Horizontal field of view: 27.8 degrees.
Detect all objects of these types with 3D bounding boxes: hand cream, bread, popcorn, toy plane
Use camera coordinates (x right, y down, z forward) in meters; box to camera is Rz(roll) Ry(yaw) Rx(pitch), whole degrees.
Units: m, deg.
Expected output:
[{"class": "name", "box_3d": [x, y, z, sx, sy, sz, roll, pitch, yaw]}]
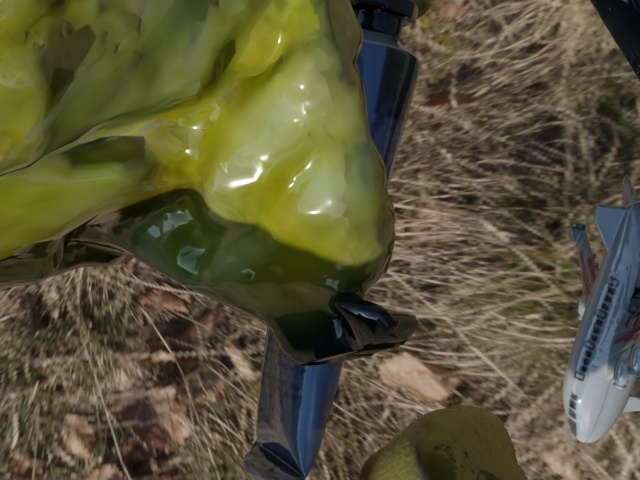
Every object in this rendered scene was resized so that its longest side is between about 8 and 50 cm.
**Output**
[{"class": "hand cream", "box_3d": [0.000, 0.000, 0.654, 0.055, 0.088, 0.256, 15, 88, -22]}, {"class": "bread", "box_3d": [0.089, 0.185, 0.890, 0.125, 0.156, 0.086, 20, 129, -36]}, {"class": "popcorn", "box_3d": [-0.115, -0.099, 0.433, 0.293, 0.293, 0.237, 6, 72, -10]}, {"class": "toy plane", "box_3d": [0.191, 0.050, 0.825, 0.065, 0.162, 0.171, 0, 107, -7]}]

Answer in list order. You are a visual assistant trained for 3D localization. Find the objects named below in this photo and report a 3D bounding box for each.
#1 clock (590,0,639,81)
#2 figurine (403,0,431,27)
[{"class": "clock", "box_3d": [0.244, -0.151, 0.787, 0.273, 0.049, 0.279, -16, 73, -45]}, {"class": "figurine", "box_3d": [-0.015, -0.251, 0.805, 0.204, 0.283, 0.338, -3, 133, -3]}]
